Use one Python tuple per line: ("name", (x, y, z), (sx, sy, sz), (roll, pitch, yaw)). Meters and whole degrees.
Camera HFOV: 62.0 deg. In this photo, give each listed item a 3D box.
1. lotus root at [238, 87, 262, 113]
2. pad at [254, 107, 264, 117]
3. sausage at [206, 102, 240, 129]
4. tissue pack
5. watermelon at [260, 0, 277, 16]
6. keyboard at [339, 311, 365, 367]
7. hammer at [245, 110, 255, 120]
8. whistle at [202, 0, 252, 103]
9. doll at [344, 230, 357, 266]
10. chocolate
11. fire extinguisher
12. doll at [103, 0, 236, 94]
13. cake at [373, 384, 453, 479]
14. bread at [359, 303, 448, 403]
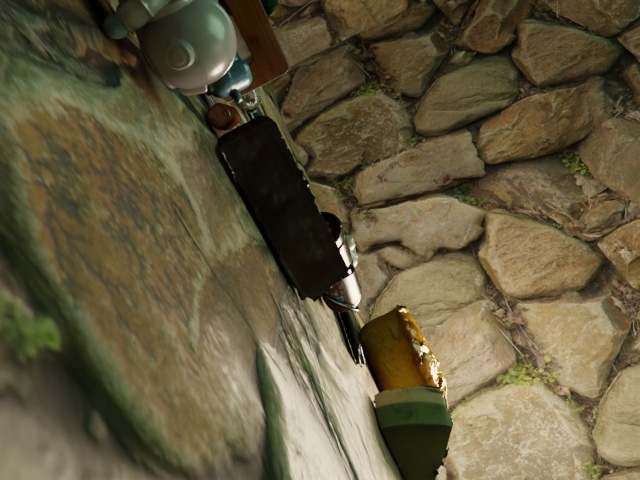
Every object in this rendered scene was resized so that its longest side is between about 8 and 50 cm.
("lotus root", (-0.187, -0.381, 1.342), (0.165, 0.088, 0.088), (78, -8, -59))
("pad", (-0.204, -0.416, 1.605), (0.269, 0.012, 0.270), (60, 4, -11))
("sausage", (-0.161, -0.207, 0.894), (0.039, 0.041, 0.131), (42, 8, -10))
("tissue pack", (-0.190, -0.438, 1.073), (0.246, 0.159, 0.136), (60, 5, -44))
("watermelon", (-0.219, -0.638, 1.312), (0.242, 0.242, 0.243), (-25, 90, -86))
("keyboard", (0.076, 0.228, 1.423), (0.230, 0.025, 0.094), (-110, -174, -52))
("hammer", (-0.152, -0.269, 1.471), (0.247, 0.029, 0.103), (63, 5, -12))
("whistle", (-0.201, -0.356, 0.906), (0.269, 0.093, 0.180), (65, -20, -6))
("doll", (0.040, 0.036, 1.522), (0.257, 0.117, 0.182), (-110, -172, -86))
("chocolate", (-0.062, -0.053, 0.913), (0.321, 0.111, 0.112), (62, -4, -27))
("fire extinguisher", (0.019, 0.070, 1.192), (0.141, 0.105, 0.341), (35, -21, 31))
("doll", (-0.171, -0.278, 0.528), (0.151, 0.150, 0.287), (-110, 177, -49))
("cake", (0.204, 0.513, 1.321), (0.158, 0.172, 0.284), (-82, -179, -70))
("bread", (0.283, 0.408, 1.802), (0.398, 0.215, 0.398), (-25, 90, -85))
